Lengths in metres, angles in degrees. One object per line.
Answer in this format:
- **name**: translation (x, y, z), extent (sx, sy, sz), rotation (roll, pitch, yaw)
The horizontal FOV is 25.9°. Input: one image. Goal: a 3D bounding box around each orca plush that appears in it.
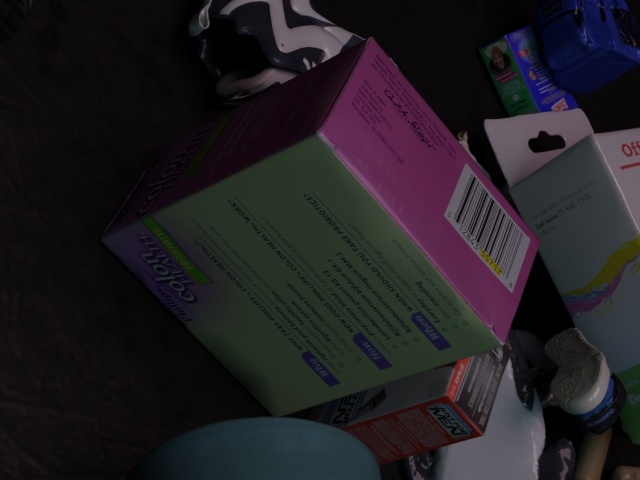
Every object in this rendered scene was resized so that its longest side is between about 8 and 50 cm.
- **orca plush**: translation (0.138, 0.173, 1.277), extent (0.151, 0.102, 0.287), rotation (-16, 70, -5)

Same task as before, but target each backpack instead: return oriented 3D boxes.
- **backpack**: translation (0.290, -0.241, 1.536), extent (0.101, 0.098, 0.120), rotation (17, 58, -44)

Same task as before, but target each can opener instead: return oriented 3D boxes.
- **can opener**: translation (0.281, 0.130, 1.412), extent (0.283, 0.076, 0.095), rotation (5, 56, -39)

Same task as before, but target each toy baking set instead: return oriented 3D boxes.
- **toy baking set**: translation (0.329, 0.264, 1.464), extent (0.197, 0.030, 0.256), rotation (47, 44, -26)

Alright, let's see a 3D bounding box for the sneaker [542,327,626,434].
- **sneaker**: translation (0.243, 0.140, 1.243), extent (0.084, 0.058, 0.152), rotation (56, 7, -12)

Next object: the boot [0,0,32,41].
- **boot**: translation (-0.273, -0.279, 1.015), extent (0.246, 0.083, 0.161), rotation (50, 37, -21)

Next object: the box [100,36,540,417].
- **box**: translation (0.000, 0.000, 1.054), extent (0.213, 0.243, 0.117), rotation (47, 44, -21)

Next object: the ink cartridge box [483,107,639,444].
- **ink cartridge box**: translation (0.326, 0.001, 1.388), extent (0.207, 0.119, 0.353), rotation (-12, 73, -47)

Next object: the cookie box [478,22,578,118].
- **cookie box**: translation (0.231, -0.180, 1.547), extent (0.092, 0.040, 0.107), rotation (-28, 93, -52)

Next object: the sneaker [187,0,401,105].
- **sneaker**: translation (-0.024, -0.136, 1.208), extent (0.235, 0.094, 0.153), rotation (51, 44, -18)

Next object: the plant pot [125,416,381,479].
- **plant pot**: translation (-0.035, 0.264, 0.898), extent (0.271, 0.271, 0.255), rotation (28, 40, -37)

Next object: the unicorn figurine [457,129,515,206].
- **unicorn figurine**: translation (0.154, -0.053, 1.400), extent (0.162, 0.060, 0.111), rotation (-47, 118, -33)

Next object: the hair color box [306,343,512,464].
- **hair color box**: translation (0.066, 0.127, 1.127), extent (0.053, 0.167, 0.093), rotation (48, 43, -22)
